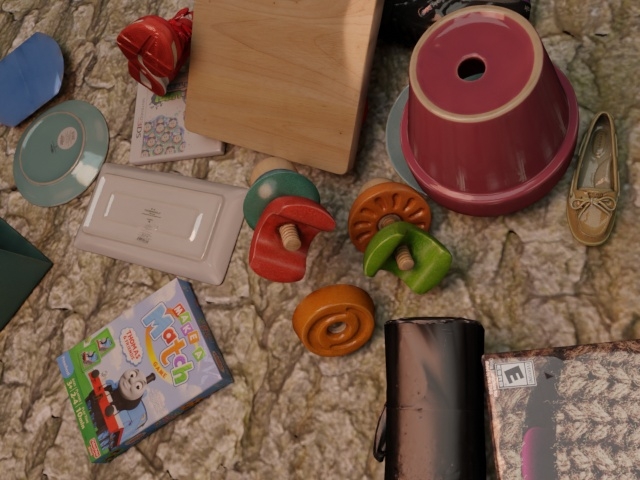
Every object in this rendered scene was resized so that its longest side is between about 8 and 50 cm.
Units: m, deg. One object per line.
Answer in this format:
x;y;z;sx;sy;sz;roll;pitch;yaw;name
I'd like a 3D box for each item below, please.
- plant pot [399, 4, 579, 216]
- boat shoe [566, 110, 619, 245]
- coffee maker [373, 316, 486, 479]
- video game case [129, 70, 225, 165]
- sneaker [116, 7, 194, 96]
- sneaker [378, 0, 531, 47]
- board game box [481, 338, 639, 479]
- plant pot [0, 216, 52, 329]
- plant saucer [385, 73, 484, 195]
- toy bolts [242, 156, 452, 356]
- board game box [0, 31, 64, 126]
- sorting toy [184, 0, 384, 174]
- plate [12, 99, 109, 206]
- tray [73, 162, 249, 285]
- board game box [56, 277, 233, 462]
0.177;-0.147;0.708;0.201;0.180;0.201;-6;72;17;plant pot
0.315;-0.071;0.747;0.056;0.048;0.153;10;77;22;boat shoe
0.124;0.170;0.674;0.120;0.171;0.178;2;75;-5;coffee maker
-0.213;-0.190;0.991;0.157;0.019;0.143;-4;72;18;video game case
-0.211;-0.292;0.908;0.087;0.221;0.128;35;78;-15;sneaker
0.130;-0.297;0.858;0.283;0.107;0.124;-10;76;17;sneaker
0.316;0.214;0.606;0.291;0.141;0.232;-10;70;17;board game box
-0.561;0.074;0.958;0.165;0.165;0.234;33;89;25;plant pot
0.180;-0.136;0.823;0.194;0.037;0.195;-6;72;19;plant saucer
0.000;0.000;0.776;0.218;0.228;0.158;-52;31;24;toy bolts
-0.492;-0.267;1.110;0.168;0.033;0.133;-32;71;13;board game box
-0.041;-0.246;0.860;0.257;0.089;0.256;19;112;22;sorting toy
-0.426;-0.146;1.051;0.188;0.024;0.188;-6;71;19;plate
-0.240;-0.033;0.946;0.270;0.030;0.145;12;79;23;tray
-0.240;0.173;0.876;0.211;0.039;0.160;-33;65;6;board game box
